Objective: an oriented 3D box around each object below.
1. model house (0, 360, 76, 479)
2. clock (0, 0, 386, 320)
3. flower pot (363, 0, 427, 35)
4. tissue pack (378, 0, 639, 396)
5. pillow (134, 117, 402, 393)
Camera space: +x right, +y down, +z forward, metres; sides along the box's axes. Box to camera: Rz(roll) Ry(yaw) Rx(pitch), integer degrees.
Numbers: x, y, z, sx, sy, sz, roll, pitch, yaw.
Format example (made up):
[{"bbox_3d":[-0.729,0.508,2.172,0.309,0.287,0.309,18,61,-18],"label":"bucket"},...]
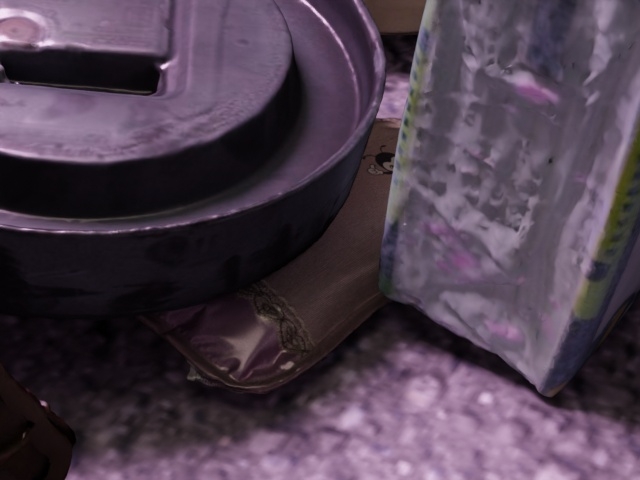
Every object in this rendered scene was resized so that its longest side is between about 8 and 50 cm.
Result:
[{"bbox_3d":[-0.214,0.057,0.547,0.164,0.203,0.141,31,67,23],"label":"model house"},{"bbox_3d":[-0.126,-0.089,0.736,0.318,0.066,0.319,6,43,-5],"label":"clock"},{"bbox_3d":[0.022,-0.305,0.966,0.307,0.244,0.307,5,30,-3],"label":"flower pot"},{"bbox_3d":[0.167,-0.104,0.709,0.128,0.228,0.311,31,45,22],"label":"tissue pack"},{"bbox_3d":[0.000,0.000,0.743,0.232,0.038,0.130,-29,52,-35],"label":"pillow"}]
